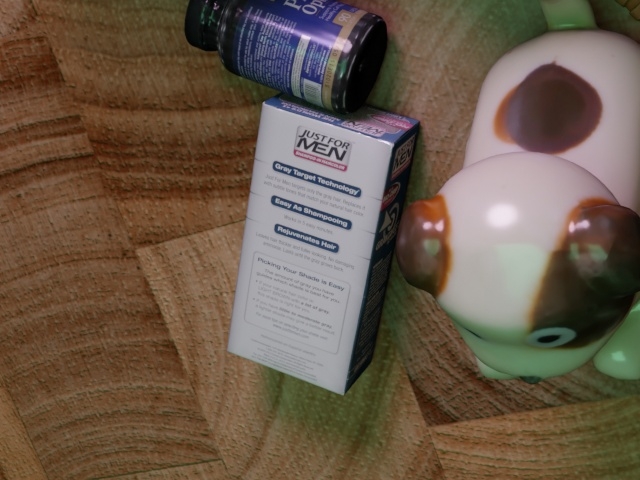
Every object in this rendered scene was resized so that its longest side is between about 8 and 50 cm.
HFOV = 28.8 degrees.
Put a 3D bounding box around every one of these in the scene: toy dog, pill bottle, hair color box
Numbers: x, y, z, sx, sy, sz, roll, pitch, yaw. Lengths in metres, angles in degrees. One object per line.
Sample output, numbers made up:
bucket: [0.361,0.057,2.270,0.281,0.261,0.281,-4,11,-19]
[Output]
toy dog: [0.242,-0.031,1.222,0.284,0.408,0.395,11,123,18]
pill bottle: [-0.043,-0.237,1.458,0.219,0.123,0.123,22,118,15]
hair color box: [0.000,0.000,1.545,0.174,0.105,0.347,19,118,17]

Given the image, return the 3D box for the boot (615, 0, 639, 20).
boot: [0.307,-0.276,1.311,0.197,0.073,0.152,-33,99,36]
